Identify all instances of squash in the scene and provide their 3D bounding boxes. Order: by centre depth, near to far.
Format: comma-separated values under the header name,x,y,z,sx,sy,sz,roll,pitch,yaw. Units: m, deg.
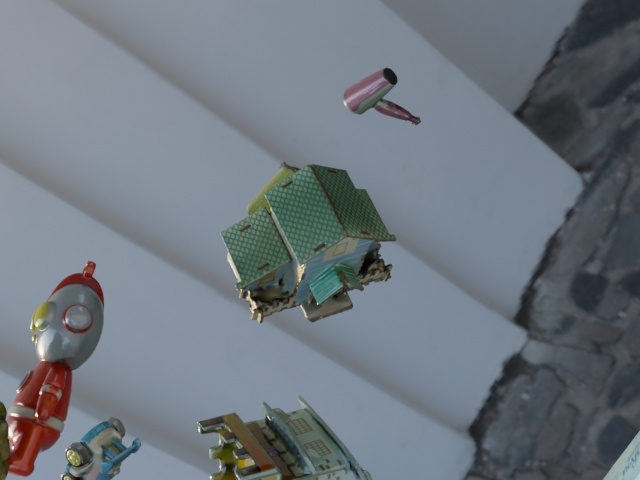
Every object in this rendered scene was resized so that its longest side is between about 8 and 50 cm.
name,x,y,z,sx,sy,sz,roll,pitch,yaw
squash,-0.027,-0.032,2.031,0.133,0.220,0.220,-52,30,-5

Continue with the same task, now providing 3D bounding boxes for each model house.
name,x,y,z,sx,sy,sz,roll,pitch,yaw
model house,0.000,0.000,1.623,0.206,0.271,0.178,108,143,-56
model house,-0.053,0.366,1.636,0.224,0.215,0.198,-143,47,-58

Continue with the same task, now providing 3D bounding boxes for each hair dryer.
name,x,y,z,sx,sy,sz,roll,pitch,yaw
hair dryer,0.129,-0.255,2.009,0.106,0.154,0.054,-26,51,37

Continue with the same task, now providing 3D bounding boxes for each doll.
name,x,y,z,sx,sy,sz,roll,pitch,yaw
doll,-0.401,0.184,1.622,0.200,0.105,0.336,-29,41,67

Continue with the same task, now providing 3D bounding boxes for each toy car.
name,x,y,z,sx,sy,sz,roll,pitch,yaw
toy car,-0.417,0.427,2.053,0.126,0.098,0.161,-29,-35,-54

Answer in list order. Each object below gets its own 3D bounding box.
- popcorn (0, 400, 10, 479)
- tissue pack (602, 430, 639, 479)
name,x,y,z,sx,sy,sz,roll,pitch,yaw
popcorn,-0.522,0.246,1.445,0.192,0.233,0.266,-29,-2,-14
tissue pack,0.367,0.317,1.140,0.263,0.177,0.089,-60,-3,22
